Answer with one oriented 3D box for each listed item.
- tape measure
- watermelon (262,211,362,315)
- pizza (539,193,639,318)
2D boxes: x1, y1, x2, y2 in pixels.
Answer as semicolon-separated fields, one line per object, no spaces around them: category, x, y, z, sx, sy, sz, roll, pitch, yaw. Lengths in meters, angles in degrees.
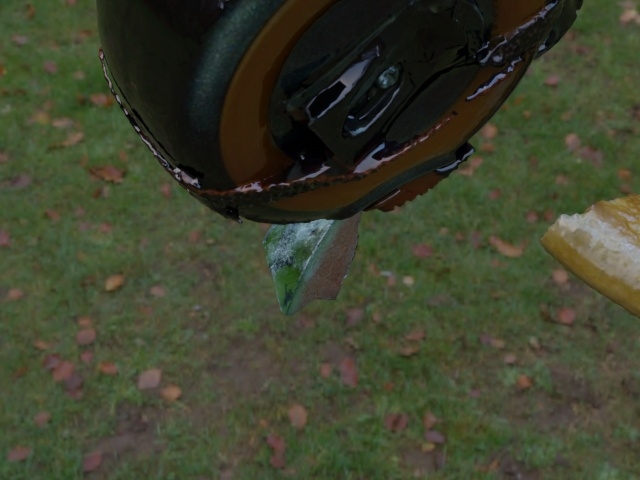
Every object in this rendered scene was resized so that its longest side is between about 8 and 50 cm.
tape measure;0.013;-0.107;0.467;0.223;0.202;0.135;-43;58;8
watermelon;-0.004;-0.007;1.121;0.080;0.155;0.101;13;19;-45
pizza;0.283;0.032;0.736;0.271;0.056;0.134;13;35;-11
